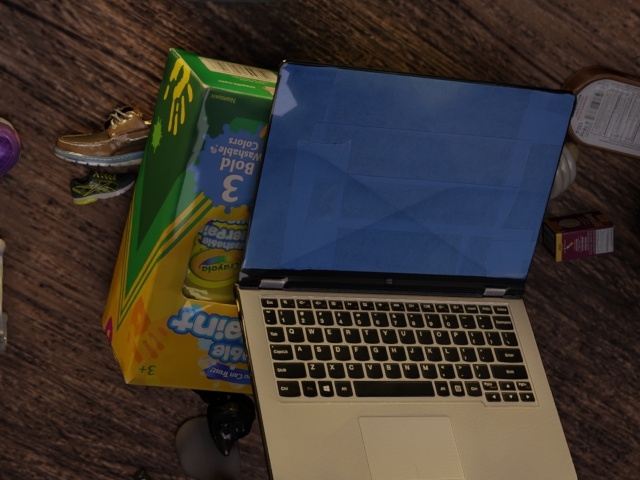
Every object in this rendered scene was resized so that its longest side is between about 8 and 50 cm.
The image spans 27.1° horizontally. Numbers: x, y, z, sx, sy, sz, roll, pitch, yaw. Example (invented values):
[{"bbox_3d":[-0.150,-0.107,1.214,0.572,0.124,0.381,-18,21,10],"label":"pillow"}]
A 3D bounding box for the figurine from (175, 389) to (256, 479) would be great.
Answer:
[{"bbox_3d":[-0.130,0.252,1.700,0.092,0.209,0.214,0,112,-12],"label":"figurine"}]

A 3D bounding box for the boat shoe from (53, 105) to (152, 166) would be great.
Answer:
[{"bbox_3d":[-0.230,-0.128,1.606,0.183,0.066,0.066,-3,108,-22],"label":"boat shoe"}]

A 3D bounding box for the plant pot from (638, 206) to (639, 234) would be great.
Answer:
[{"bbox_3d":[0.542,0.005,1.718,0.272,0.255,0.271,-5,113,-11],"label":"plant pot"}]

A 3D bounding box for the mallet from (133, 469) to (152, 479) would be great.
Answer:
[{"bbox_3d":[-0.201,0.393,1.844,0.062,0.039,0.190,-42,109,9],"label":"mallet"}]

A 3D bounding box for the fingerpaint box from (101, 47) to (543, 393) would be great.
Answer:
[{"bbox_3d":[0.000,0.000,1.619,0.445,0.163,0.371,9,110,-24],"label":"fingerpaint box"}]

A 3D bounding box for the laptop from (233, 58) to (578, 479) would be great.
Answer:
[{"bbox_3d":[0.125,0.049,1.467,0.382,0.407,0.236,3,146,-24],"label":"laptop"}]

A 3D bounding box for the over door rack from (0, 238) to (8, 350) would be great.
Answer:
[{"bbox_3d":[-0.490,0.020,1.541,0.240,0.108,0.324,-4,144,-11],"label":"over door rack"}]

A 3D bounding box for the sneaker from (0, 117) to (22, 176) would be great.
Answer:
[{"bbox_3d":[-0.465,-0.082,1.547,0.236,0.104,0.095,-12,113,-8],"label":"sneaker"}]

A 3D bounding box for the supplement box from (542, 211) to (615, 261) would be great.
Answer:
[{"bbox_3d":[0.345,-0.006,1.781,0.083,0.055,0.043,-8,113,-10],"label":"supplement box"}]

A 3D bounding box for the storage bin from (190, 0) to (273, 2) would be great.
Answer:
[{"bbox_3d":[-0.110,-0.328,1.536,0.135,0.098,0.091,0,85,-12],"label":"storage bin"}]

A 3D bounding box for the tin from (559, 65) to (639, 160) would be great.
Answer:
[{"bbox_3d":[0.399,-0.162,1.739,0.190,0.040,0.106,12,113,-17],"label":"tin"}]

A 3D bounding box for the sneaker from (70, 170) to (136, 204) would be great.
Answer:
[{"bbox_3d":[-0.269,-0.070,1.634,0.083,0.031,0.035,-19,114,-4],"label":"sneaker"}]

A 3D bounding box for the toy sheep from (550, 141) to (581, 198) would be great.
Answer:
[{"bbox_3d":[0.279,-0.092,1.713,0.132,0.091,0.091,-25,116,-17],"label":"toy sheep"}]
